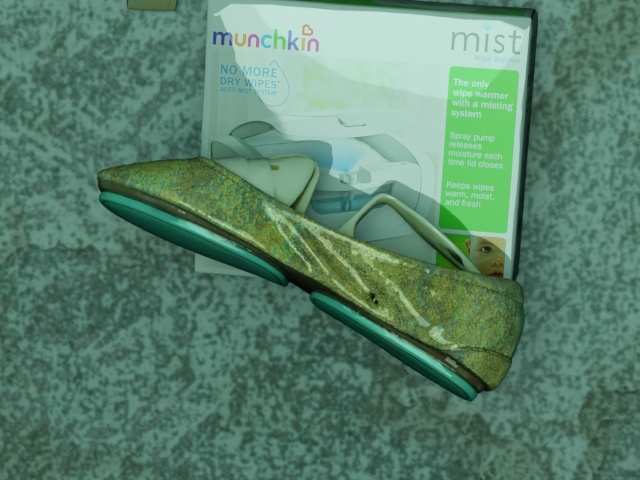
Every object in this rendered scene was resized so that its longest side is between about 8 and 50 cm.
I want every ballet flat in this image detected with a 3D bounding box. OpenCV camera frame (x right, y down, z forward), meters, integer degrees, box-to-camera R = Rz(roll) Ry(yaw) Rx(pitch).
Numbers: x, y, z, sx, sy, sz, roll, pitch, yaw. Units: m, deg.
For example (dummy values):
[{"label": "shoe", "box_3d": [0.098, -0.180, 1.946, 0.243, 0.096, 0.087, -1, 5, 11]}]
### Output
[{"label": "ballet flat", "box_3d": [0.000, 0.000, 1.472, 0.349, 0.123, 0.123, 28, 101, 3]}]

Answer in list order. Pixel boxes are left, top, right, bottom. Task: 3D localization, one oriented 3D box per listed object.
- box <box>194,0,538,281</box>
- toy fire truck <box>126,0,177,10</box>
[{"label": "box", "box_3d": [0.040, -0.085, 1.563, 0.262, 0.127, 0.231, 6, 101, 8]}, {"label": "toy fire truck", "box_3d": [-0.184, -0.321, 1.560, 0.217, 0.158, 0.246, 1, 88, 7]}]
